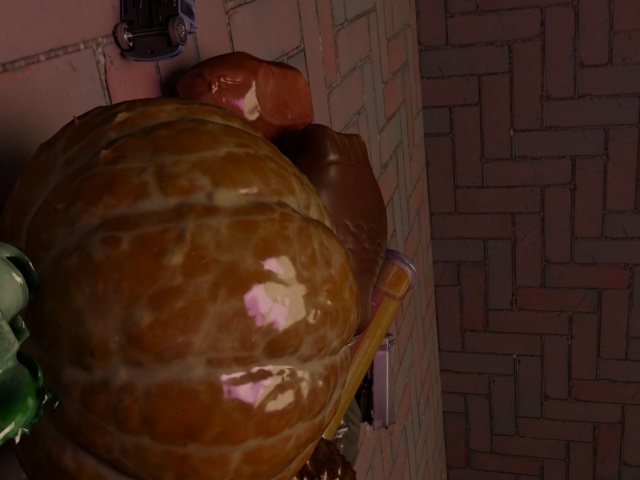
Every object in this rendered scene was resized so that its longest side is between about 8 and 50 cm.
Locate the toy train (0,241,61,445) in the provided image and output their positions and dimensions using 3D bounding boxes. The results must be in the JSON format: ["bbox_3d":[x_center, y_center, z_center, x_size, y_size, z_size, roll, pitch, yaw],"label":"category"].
[{"bbox_3d":[-0.252,0.078,0.316,0.243,0.188,0.132,-67,150,-54],"label":"toy train"}]

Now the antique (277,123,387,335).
[{"bbox_3d":[-0.003,-0.009,0.910,0.224,0.129,0.278,-3,87,-48],"label":"antique"}]

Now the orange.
[{"bbox_3d":[-0.115,0.053,0.532,0.249,0.329,0.329,1,89,-42],"label":"orange"}]

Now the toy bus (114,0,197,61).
[{"bbox_3d":[-0.174,-0.277,0.752,0.076,0.073,0.167,-3,93,-74],"label":"toy bus"}]

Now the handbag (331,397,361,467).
[{"bbox_3d":[0.011,0.350,1.266,0.182,0.117,0.270,74,17,-55],"label":"handbag"}]

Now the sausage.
[{"bbox_3d":[-0.098,-0.179,0.907,0.258,0.133,0.133,-23,112,-68],"label":"sausage"}]

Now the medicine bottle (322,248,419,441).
[{"bbox_3d":[0.061,0.189,1.246,0.426,0.108,0.108,-57,144,-42],"label":"medicine bottle"}]

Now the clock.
[{"bbox_3d":[0.097,0.278,1.443,0.253,0.083,0.186,179,-89,-79],"label":"clock"}]

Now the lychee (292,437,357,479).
[{"bbox_3d":[-0.067,0.334,0.764,0.267,0.268,0.267,0,90,-72],"label":"lychee"}]
